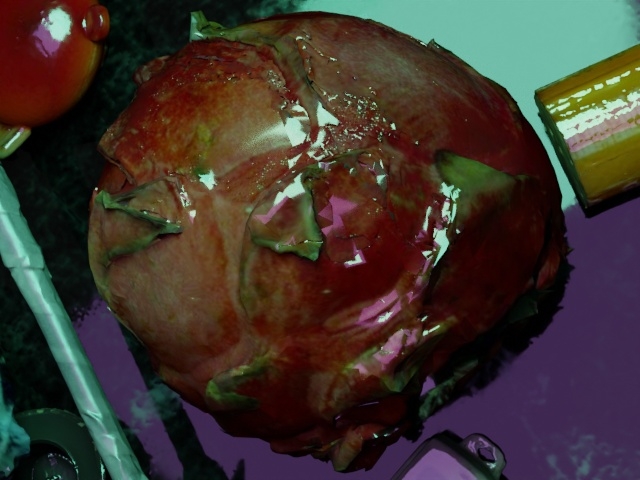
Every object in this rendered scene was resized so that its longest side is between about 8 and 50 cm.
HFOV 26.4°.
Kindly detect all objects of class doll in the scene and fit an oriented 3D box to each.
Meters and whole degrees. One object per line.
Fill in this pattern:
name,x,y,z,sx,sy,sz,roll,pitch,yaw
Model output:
doll,-0.242,-0.153,1.044,0.217,0.085,0.183,-16,82,27

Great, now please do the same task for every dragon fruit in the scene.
dragon fruit,0.000,0.000,0.883,0.301,0.295,0.296,24,91,3

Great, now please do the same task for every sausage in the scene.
sausage,0.306,-0.125,0.929,0.312,0.093,0.093,-23,82,8

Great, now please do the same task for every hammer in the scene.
hammer,-0.200,0.038,0.981,0.044,0.152,0.427,-28,81,7

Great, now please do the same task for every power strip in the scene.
power strip,0.034,0.249,0.973,0.078,0.052,0.272,41,94,12

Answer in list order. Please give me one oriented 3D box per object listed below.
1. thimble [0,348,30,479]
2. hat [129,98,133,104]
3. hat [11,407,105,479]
thimble,-0.336,0.133,0.981,0.237,0.150,0.237,-7,76,28
hat,-0.084,-0.086,1.020,0.146,0.067,0.146,-8,119,-14
hat,-0.202,0.185,1.024,0.121,0.050,0.121,-4,76,15
